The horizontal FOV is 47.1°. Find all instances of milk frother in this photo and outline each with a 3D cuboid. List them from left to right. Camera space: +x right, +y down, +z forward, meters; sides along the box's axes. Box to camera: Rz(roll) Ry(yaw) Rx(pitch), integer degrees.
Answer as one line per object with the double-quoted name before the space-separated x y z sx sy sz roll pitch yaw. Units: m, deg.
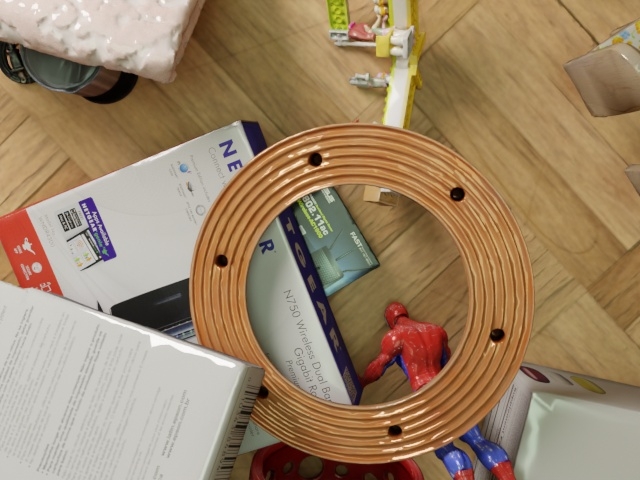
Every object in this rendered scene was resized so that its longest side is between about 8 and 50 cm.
"milk frother" -0.288 -0.198 0.784 0.143 0.135 0.129 -28 94 3

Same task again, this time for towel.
"towel" -0.261 -0.318 0.730 0.331 0.053 0.317 14 60 -1

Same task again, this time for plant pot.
"plant pot" 0.014 0.326 0.808 0.191 0.191 0.174 3 102 0

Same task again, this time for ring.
"ring" 0.035 0.054 0.720 0.336 0.032 0.337 1 97 9

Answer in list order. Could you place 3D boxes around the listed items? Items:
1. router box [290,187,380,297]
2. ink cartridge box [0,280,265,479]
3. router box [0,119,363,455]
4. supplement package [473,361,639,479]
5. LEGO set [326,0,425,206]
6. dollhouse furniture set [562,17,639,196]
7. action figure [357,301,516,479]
"router box" 0.000 0.000 0.848 0.092 0.038 0.122 -32 94 4
"ink cartridge box" -0.256 0.227 0.714 0.330 0.071 0.324 16 81 20
"router box" -0.152 0.075 0.814 0.301 0.082 0.335 -21 95 11
"supplement package" 0.319 0.268 0.818 0.261 0.145 0.204 12 96 -1
"LEGO set" 0.048 -0.184 0.800 0.107 0.132 0.287 8 119 16
"dollhouse furniture set" 0.411 -0.262 0.647 0.362 0.256 0.394 -34 95 2
"action figure" 0.116 0.200 0.803 0.091 0.280 0.139 0 138 -25
